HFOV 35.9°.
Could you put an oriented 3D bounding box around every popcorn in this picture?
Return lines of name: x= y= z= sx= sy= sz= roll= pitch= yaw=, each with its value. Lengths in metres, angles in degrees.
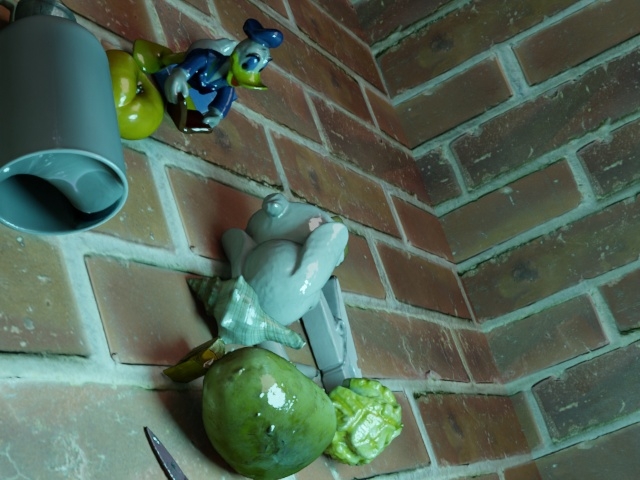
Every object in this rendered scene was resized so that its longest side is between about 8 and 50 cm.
popcorn: x=0.075 y=0.381 z=2.089 sx=0.167 sy=0.185 sz=0.187 roll=46 pitch=43 yaw=6

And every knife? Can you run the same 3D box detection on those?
knife: x=-0.214 y=0.400 z=1.579 sx=0.247 sy=0.018 sz=0.035 roll=57 pitch=24 yaw=-11

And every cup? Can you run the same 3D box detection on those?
cup: x=-0.412 y=-0.186 z=1.518 sx=0.205 sy=0.205 sz=0.312 roll=38 pitch=31 yaw=-51

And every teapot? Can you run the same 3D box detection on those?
teapot: x=-0.489 y=-0.357 z=1.680 sx=0.149 sy=0.111 sz=0.108 roll=49 pitch=38 yaw=-49

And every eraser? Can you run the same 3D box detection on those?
eraser: x=-0.287 y=-0.361 z=2.285 sx=0.144 sy=0.042 sz=0.312 roll=62 pitch=20 yaw=-8

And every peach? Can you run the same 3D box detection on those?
peach: x=-0.373 y=-0.275 z=1.874 sx=0.179 sy=0.103 sz=0.179 roll=52 pitch=24 yaw=-34

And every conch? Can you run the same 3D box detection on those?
conch: x=-0.162 y=0.152 z=1.886 sx=0.234 sy=0.137 sz=0.114 roll=54 pitch=47 yaw=-4

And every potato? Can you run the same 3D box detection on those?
potato: x=-0.098 y=0.298 z=1.703 sx=0.173 sy=0.210 sz=0.307 roll=55 pitch=0 yaw=45

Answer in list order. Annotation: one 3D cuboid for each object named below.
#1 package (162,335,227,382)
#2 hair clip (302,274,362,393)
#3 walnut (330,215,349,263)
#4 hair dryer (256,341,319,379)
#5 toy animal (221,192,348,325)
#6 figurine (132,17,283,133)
package: x=-0.214 y=0.215 z=1.721 sx=0.047 sy=0.071 sz=0.131 roll=64 pitch=18 yaw=-5
hair clip: x=0.027 y=0.241 z=2.275 sx=0.101 sy=0.085 sz=0.331 roll=9 pitch=64 yaw=-64
walnut: x=0.000 y=0.000 z=2.418 sx=0.166 sy=0.149 sz=0.166 roll=42 pitch=3 yaw=-3
hair dryer: x=-0.057 y=0.255 z=2.094 sx=0.195 sy=0.053 sz=0.220 roll=66 pitch=19 yaw=6
toy animal: x=-0.084 y=0.053 z=2.016 sx=0.265 sy=0.271 sz=0.206 roll=-76 pitch=159 yaw=-46
figurine: x=-0.222 y=-0.342 z=1.963 sx=0.204 sy=0.338 sz=0.283 roll=49 pitch=37 yaw=-27
